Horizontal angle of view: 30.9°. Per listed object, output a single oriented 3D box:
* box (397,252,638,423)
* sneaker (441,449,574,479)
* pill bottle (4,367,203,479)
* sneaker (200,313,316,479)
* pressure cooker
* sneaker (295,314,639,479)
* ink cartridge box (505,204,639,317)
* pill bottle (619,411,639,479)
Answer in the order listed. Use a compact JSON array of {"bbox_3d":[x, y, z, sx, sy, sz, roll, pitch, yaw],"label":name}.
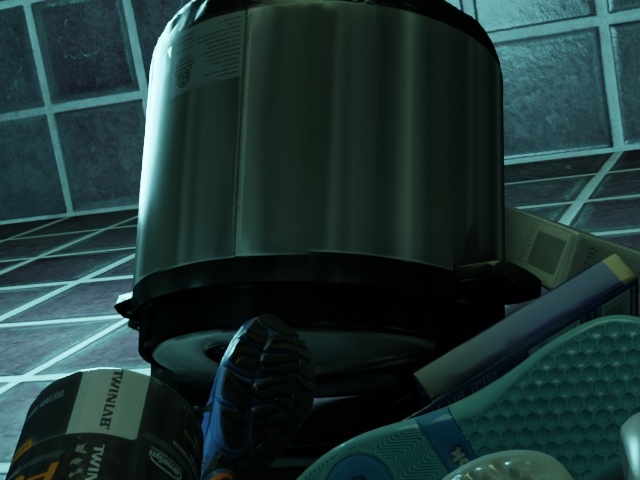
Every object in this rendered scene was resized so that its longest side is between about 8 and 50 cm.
[{"bbox_3d":[0.154,0.111,0.931,0.225,0.136,0.036,-31,54,-8],"label":"box"},{"bbox_3d":[0.075,0.246,0.478,0.126,0.127,0.321,-10,33,32],"label":"sneaker"},{"bbox_3d":[-0.149,0.204,0.733,0.130,0.130,0.245,-9,32,7],"label":"pill bottle"},{"bbox_3d":[-0.072,0.158,0.892,0.083,0.221,0.087,30,-26,-26],"label":"sneaker"},{"bbox_3d":[-0.005,-0.001,1.136,0.376,0.420,0.370,5,-18,-12],"label":"pressure cooker"},{"bbox_3d":[0.126,0.177,0.847,0.319,0.127,0.208,-27,-19,9],"label":"sneaker"},{"bbox_3d":[0.310,0.040,1.168,0.261,0.066,0.296,19,5,-11],"label":"ink cartridge box"},{"bbox_3d":[0.316,0.149,0.581,0.302,0.169,0.169,-10,10,10],"label":"pill bottle"}]
